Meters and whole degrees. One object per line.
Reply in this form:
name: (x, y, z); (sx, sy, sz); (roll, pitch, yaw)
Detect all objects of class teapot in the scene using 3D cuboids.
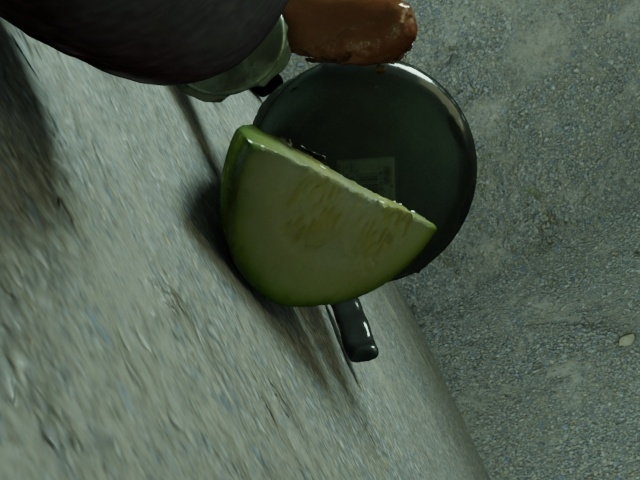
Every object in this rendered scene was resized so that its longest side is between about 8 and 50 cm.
teapot: (0.045, -0.057, 1.326); (0.305, 0.223, 0.285); (58, -2, -16)

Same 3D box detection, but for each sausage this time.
sausage: (-0.057, -0.221, 1.183); (0.326, 0.087, 0.079); (20, -47, 30)

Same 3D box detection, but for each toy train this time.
toy train: (-0.102, -0.277, 2.050); (0.048, 0.055, 0.252); (53, 3, 5)

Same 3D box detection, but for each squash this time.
squash: (0.000, 0.000, 0.981); (0.203, 0.111, 0.289); (29, 5, -7)

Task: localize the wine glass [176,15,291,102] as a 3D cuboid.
wine glass: (-0.101, -0.211, 1.016); (0.156, 0.156, 0.232); (63, 1, 19)

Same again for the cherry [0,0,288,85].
cherry: (-0.094, -0.180, 0.547); (0.266, 0.183, 0.213); (54, 16, -44)
